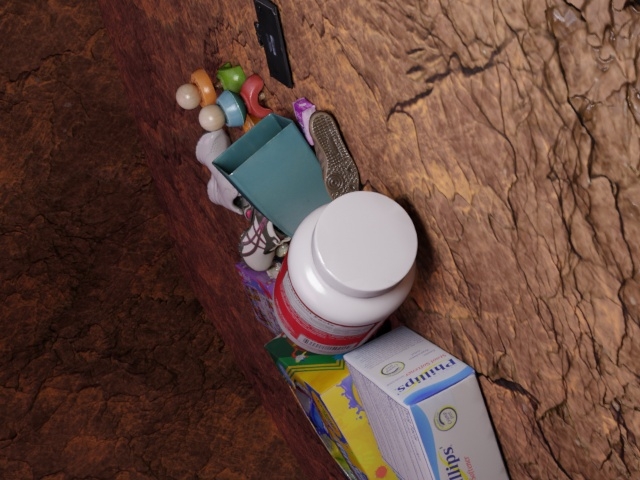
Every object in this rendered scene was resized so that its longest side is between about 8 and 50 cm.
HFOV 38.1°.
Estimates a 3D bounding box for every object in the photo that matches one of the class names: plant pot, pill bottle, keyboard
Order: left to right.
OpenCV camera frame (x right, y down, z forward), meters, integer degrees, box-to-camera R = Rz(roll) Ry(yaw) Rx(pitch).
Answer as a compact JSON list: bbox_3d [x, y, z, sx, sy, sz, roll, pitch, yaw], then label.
[{"bbox_3d":[-0.094,-0.390,1.806,0.108,0.023,0.180,40,152,42],"label":"keyboard"},{"bbox_3d":[-0.073,-0.112,1.890,0.234,0.165,0.166,52,174,-23],"label":"plant pot"},{"bbox_3d":[0.043,0.062,1.690,0.229,0.229,0.408,60,163,12],"label":"pill bottle"}]

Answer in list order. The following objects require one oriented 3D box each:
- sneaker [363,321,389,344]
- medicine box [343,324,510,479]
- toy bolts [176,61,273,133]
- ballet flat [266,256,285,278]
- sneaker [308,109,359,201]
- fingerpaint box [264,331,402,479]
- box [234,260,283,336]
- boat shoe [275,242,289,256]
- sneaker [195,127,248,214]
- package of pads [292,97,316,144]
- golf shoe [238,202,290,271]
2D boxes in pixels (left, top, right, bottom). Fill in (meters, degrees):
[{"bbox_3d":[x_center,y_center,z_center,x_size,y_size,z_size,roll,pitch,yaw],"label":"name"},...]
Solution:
[{"bbox_3d":[0.108,0.179,2.008,0.089,0.051,0.170,57,158,25],"label":"sneaker"},{"bbox_3d":[0.200,0.342,1.779,0.289,0.149,0.263,28,141,64],"label":"medicine box"},{"bbox_3d":[-0.215,-0.285,2.101,0.228,0.158,0.218,31,144,63],"label":"toy bolts"},{"bbox_3d":[-0.109,0.075,2.496,0.074,0.074,0.203,68,164,-14],"label":"ballet flat"},{"bbox_3d":[0.026,-0.157,1.743,0.071,0.066,0.188,-110,4,-74],"label":"sneaker"},{"bbox_3d":[0.089,0.421,2.129,0.445,0.163,0.371,61,166,-21],"label":"fingerpaint box"},{"bbox_3d":[-0.150,0.175,2.726,0.293,0.057,0.201,27,140,64],"label":"box"},{"bbox_3d":[-0.116,0.016,2.473,0.135,0.050,0.045,-1,111,62],"label":"boat shoe"},{"bbox_3d":[-0.250,-0.193,2.517,0.129,0.111,0.297,34,154,32],"label":"sneaker"},{"bbox_3d":[-0.025,-0.233,1.812,0.050,0.032,0.083,44,155,44],"label":"package of pads"},{"bbox_3d":[-0.136,-0.009,2.340,0.120,0.105,0.273,36,141,29],"label":"golf shoe"}]
